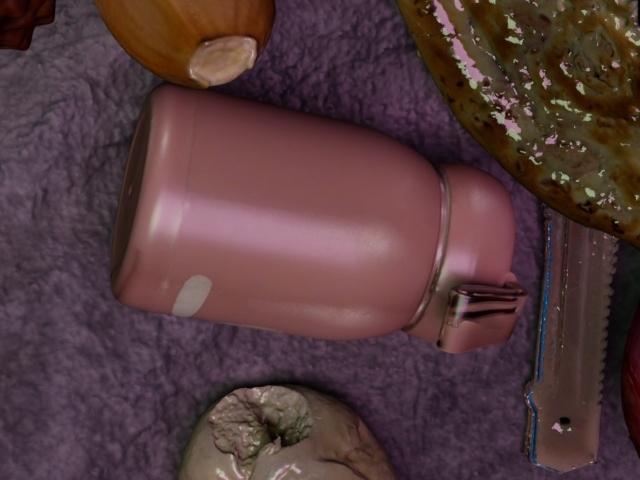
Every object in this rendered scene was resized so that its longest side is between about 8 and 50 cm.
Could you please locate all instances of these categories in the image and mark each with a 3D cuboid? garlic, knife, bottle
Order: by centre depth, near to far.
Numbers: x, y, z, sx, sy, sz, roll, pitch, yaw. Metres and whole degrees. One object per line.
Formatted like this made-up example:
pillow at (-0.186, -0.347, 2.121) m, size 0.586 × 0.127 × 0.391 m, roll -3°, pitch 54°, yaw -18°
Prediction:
garlic at (-0.118, -0.203, 1.131) m, size 0.115 × 0.128 × 0.207 m, roll -28°, pitch 95°, yaw 35°
bottle at (0.000, 0.000, 1.166) m, size 0.296 × 0.206 × 0.173 m, roll 12°, pitch 113°, yaw -14°
knife at (0.208, 0.032, 1.298) m, size 0.089 × 0.043 × 0.365 m, roll 8°, pitch 113°, yaw 23°

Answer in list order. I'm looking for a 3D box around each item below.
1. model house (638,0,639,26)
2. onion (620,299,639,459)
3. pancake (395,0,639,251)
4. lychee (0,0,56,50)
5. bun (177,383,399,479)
model house at (0.444, -0.256, 1.100) m, size 0.382 × 0.334 × 0.343 m, roll 4°, pitch 97°, yaw -11°
onion at (0.362, 0.092, 1.232) m, size 0.276 × 0.276 × 0.276 m, roll -3°, pitch 109°, yaw -8°
pancake at (0.166, -0.124, 1.155) m, size 0.376 × 0.054 × 0.197 m, roll 47°, pitch 137°, yaw 2°
lychee at (-0.344, -0.292, 0.911) m, size 0.424 × 0.425 × 0.500 m, roll -38°, pitch 134°, yaw 5°
bun at (-0.025, 0.215, 1.276) m, size 0.178 × 0.128 × 0.193 m, roll -22°, pitch 108°, yaw 0°
